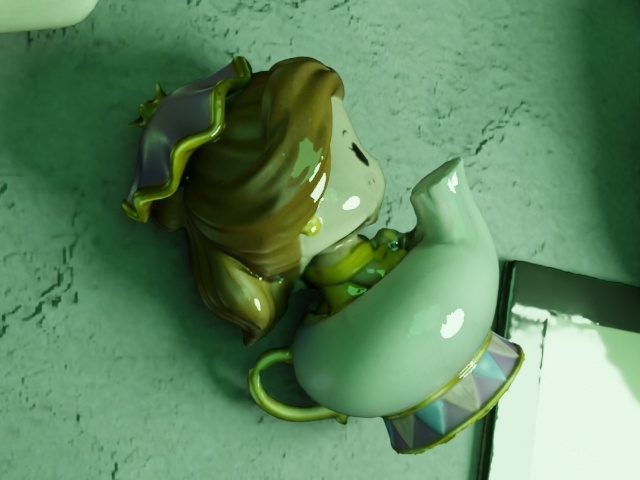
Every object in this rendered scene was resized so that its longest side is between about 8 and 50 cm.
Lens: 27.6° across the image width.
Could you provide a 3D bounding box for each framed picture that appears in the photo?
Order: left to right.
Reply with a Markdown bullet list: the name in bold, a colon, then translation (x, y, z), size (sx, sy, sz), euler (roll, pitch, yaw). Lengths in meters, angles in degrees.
- **framed picture**: translation (0.265, 0.173, 0.924), size (0.347, 0.016, 0.265), euler (11, 79, -21)

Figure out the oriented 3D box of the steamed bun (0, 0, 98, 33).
- **steamed bun**: translation (-0.195, -0.236, 0.701), size (0.146, 0.164, 0.242), euler (-10, 86, -25)

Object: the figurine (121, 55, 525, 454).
- **figurine**: translation (0.000, 0.000, 0.769), size (0.189, 0.142, 0.263), euler (-40, 100, 2)
